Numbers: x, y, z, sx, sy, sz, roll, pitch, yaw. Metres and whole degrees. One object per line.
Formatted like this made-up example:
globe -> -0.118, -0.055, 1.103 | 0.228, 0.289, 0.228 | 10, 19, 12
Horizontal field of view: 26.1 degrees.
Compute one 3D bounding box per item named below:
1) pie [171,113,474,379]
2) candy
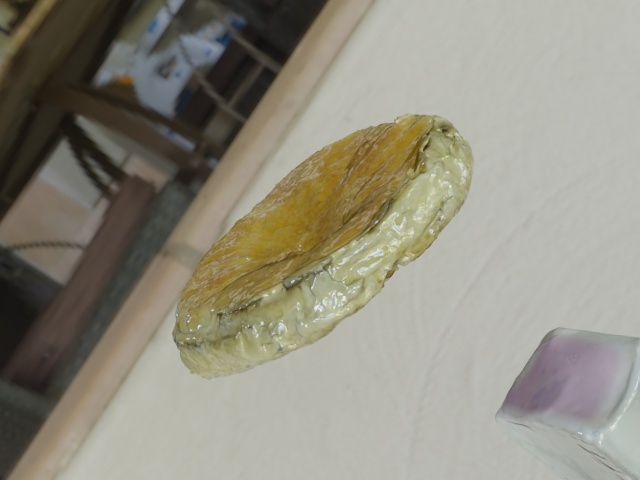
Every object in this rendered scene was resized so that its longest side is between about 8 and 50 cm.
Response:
pie -> 0.000, 0.000, 1.282 | 0.339, 0.083, 0.339 | -37, 15, 12
candy -> 0.398, 0.251, 1.592 | 0.145, 0.359, 0.208 | -59, 21, -15
